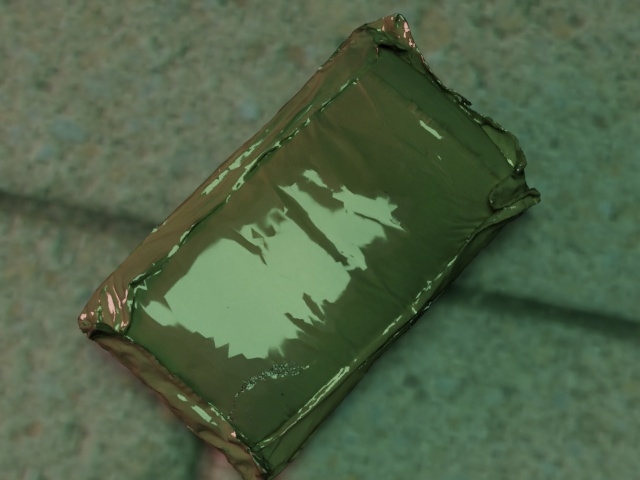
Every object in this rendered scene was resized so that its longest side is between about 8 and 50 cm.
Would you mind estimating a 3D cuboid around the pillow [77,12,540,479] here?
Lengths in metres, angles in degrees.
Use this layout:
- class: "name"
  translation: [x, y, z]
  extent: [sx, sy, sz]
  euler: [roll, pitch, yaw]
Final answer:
- class: "pillow"
  translation: [0.000, 0.000, 0.713]
  extent: [0.119, 0.053, 0.208]
  euler: [42, 74, 11]
